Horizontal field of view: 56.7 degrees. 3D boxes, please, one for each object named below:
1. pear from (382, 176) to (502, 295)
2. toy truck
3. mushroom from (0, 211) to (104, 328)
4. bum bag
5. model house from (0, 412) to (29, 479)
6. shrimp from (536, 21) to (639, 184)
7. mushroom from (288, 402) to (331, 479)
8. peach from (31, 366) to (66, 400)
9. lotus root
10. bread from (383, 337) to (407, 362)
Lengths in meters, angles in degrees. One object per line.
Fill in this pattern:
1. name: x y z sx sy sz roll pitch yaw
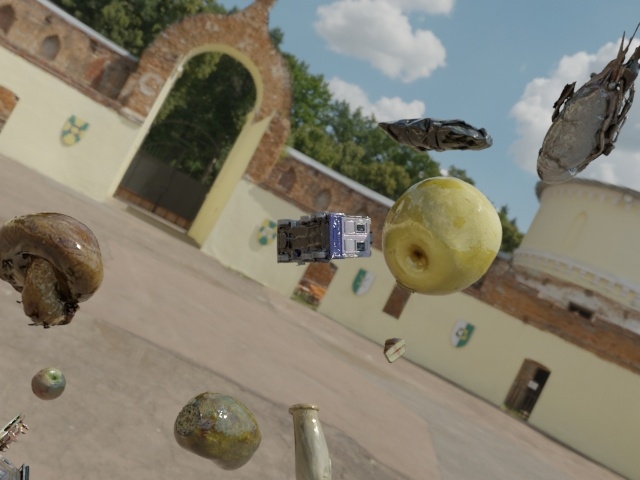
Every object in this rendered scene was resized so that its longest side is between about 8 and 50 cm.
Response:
1. pear: 0.305 -0.008 1.532 0.309 0.309 0.309 27 -2 1
2. toy truck: 0.000 0.000 1.520 0.155 0.125 0.268 2 -4 -32
3. mushroom: -0.626 0.062 1.378 0.263 0.283 0.195 13 19 4
4. bum bag: 0.297 -0.283 1.591 0.144 0.095 0.340 7 8 -39
5. model house: -0.652 0.503 1.187 0.154 0.294 0.207 44 34 -4
6. shrimp: 0.530 -0.246 1.130 0.145 0.343 0.116 5 41 -22
7. mushroom: -0.025 0.548 1.543 0.096 0.247 0.108 -8 -10 -2
8. peach: -0.670 0.355 1.460 0.083 0.083 0.083 27 -2 1
9. lotus root: -0.367 0.664 2.089 0.250 0.250 0.346 26 -13 35
10. bread: 0.210 0.300 1.658 0.043 0.062 0.109 64 10 -6
